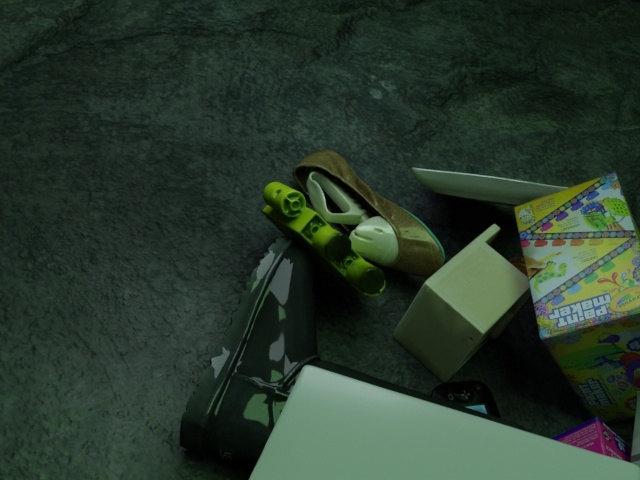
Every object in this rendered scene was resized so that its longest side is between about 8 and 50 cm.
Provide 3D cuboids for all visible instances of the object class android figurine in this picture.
[{"bbox_3d":[0.000,0.000,1.204,0.248,0.056,0.273,44,-5,-27],"label":"android figurine"}]

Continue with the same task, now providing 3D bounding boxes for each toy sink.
[{"bbox_3d":[0.259,0.104,1.254,0.131,0.153,0.234,41,47,17],"label":"toy sink"}]

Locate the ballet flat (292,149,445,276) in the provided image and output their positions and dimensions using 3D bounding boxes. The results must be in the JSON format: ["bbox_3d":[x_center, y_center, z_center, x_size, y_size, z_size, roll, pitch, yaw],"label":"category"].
[{"bbox_3d":[0.068,-0.044,1.333,0.124,0.116,0.342,-18,56,-42],"label":"ballet flat"}]

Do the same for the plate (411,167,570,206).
[{"bbox_3d":[0.326,-0.093,1.400,0.278,0.045,0.277,10,5,17],"label":"plate"}]

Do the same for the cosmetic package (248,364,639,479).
[{"bbox_3d":[0.076,0.398,0.696,0.329,0.393,0.327,15,44,14],"label":"cosmetic package"}]

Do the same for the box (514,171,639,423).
[{"bbox_3d":[0.468,0.102,1.221,0.290,0.177,0.279,49,31,-39],"label":"box"}]

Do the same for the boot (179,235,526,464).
[{"bbox_3d":[0.080,0.209,1.053,0.445,0.146,0.367,17,57,10],"label":"boot"}]

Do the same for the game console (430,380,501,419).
[{"bbox_3d":[0.238,0.368,1.082,0.213,0.044,0.361,3,48,-19],"label":"game console"}]

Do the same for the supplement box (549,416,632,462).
[{"bbox_3d":[0.393,0.380,1.039,0.111,0.114,0.220,40,33,-20],"label":"supplement box"}]

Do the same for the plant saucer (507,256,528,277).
[{"bbox_3d":[0.395,0.068,1.434,0.083,0.013,0.083,11,47,-12],"label":"plant saucer"}]

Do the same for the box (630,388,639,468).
[{"bbox_3d":[0.509,0.325,1.069,0.145,0.038,0.186,45,42,-10],"label":"box"}]
